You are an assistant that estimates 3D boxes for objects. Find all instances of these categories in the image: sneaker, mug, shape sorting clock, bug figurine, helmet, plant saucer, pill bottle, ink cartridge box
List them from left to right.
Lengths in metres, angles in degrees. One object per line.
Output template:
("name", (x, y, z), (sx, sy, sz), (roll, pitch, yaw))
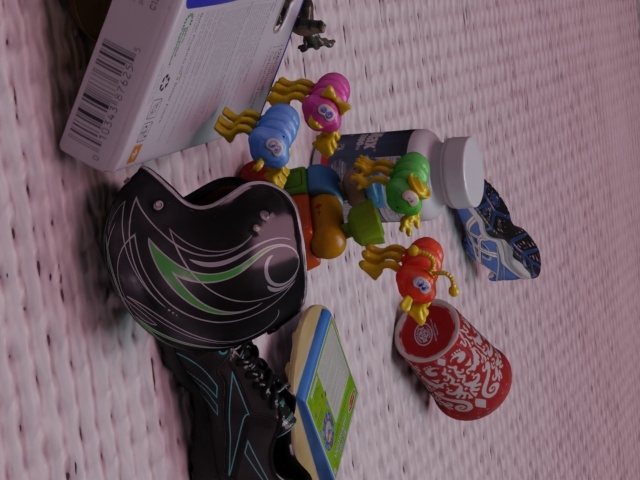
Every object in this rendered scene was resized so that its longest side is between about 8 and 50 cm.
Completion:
("plant saucer", (-0.198, -0.211, 1.469), (0.083, 0.015, 0.083), (-2, 90, -68))
("helmet", (-0.105, 0.013, 1.477), (0.169, 0.162, 0.169), (169, -90, -75))
("ink cartridge box", (-0.089, -0.224, 1.503), (0.303, 0.072, 0.307), (-68, 168, 17))
("sneaker", (-0.077, 0.133, 1.612), (0.101, 0.106, 0.267), (-48, 129, -58))
("shape sorting clock", (-0.004, 0.173, 1.870), (0.206, 0.040, 0.206), (-5, 90, -72))
("bug figurine", (0.033, -0.060, 1.599), (0.279, 0.072, 0.216), (42, 31, -18))
("pill bottle", (0.090, -0.073, 1.952), (0.108, 0.180, 0.108), (-3, 90, -69))
("mug", (0.157, 0.144, 2.235), (0.113, 0.150, 0.169), (-50, 143, -6))
("sneaker", (0.234, -0.013, 2.457), (0.211, 0.081, 0.080), (53, 37, -26))

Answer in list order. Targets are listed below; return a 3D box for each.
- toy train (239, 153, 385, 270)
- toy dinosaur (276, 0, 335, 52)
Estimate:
("toy train", (0.000, 0.000, 1.691), (0.248, 0.143, 0.105), (-96, 170, -59))
("toy dinosaur", (-0.038, -0.255, 1.748), (0.118, 0.064, 0.268), (71, -5, -48))
